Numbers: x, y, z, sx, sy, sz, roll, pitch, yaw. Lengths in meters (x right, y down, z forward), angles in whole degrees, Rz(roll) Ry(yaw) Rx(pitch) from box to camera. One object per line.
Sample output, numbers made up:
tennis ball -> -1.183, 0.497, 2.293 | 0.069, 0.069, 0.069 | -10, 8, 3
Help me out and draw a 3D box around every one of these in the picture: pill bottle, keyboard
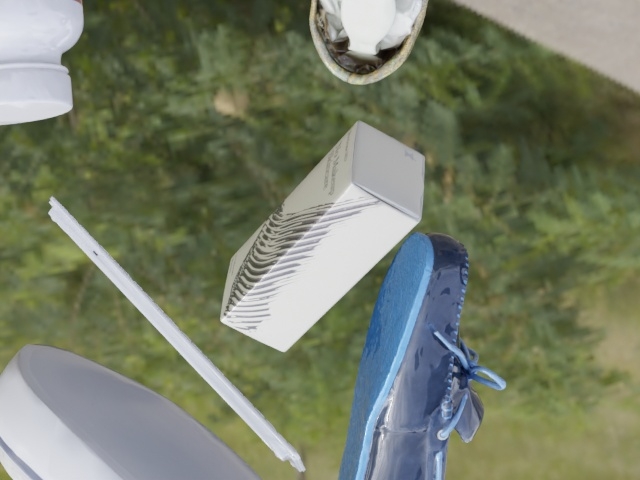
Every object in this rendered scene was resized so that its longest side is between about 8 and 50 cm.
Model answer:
pill bottle -> -0.231, -0.195, 1.100 | 0.121, 0.216, 0.121 | -7, 177, 0
keyboard -> -0.101, 0.067, 1.104 | 0.014, 0.256, 0.072 | -44, 167, -3

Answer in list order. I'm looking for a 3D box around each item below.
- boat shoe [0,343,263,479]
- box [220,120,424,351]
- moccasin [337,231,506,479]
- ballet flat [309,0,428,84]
boat shoe -> -0.026, 0.149, 0.564 | 0.088, 0.267, 0.096 | -47, -169, 10
box -> 0.000, 0.000, 1.739 | 0.094, 0.113, 0.275 | 27, 130, -19
moccasin -> 0.096, 0.146, 1.458 | 0.117, 0.137, 0.342 | 8, 120, -9
ballet flat -> 0.055, -0.270, 1.229 | 0.123, 0.123, 0.348 | -6, 134, -18
